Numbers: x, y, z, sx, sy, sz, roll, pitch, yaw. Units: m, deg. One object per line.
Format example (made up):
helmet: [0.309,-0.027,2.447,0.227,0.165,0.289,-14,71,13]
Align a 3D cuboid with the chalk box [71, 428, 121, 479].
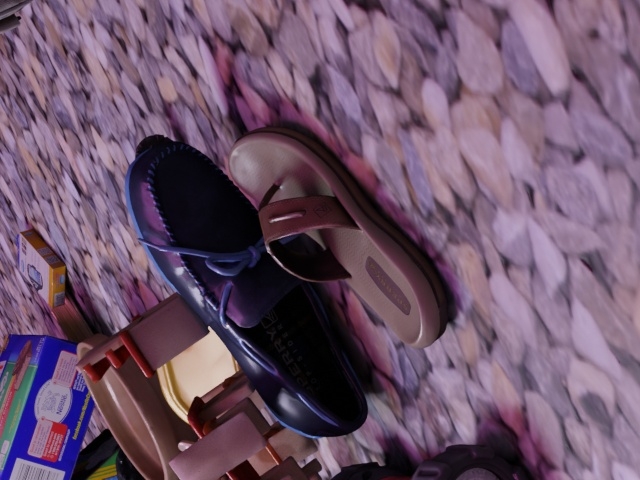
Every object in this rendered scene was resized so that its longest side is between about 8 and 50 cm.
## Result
chalk box: [-0.389,0.479,2.251,0.179,0.289,0.180,52,160,-13]

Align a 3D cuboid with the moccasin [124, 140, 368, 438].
moccasin: [-0.051,0.043,1.315,0.342,0.138,0.117,52,156,-17]

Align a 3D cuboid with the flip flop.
flip flop: [0.000,0.000,1.181,0.277,0.080,0.112,47,154,29]

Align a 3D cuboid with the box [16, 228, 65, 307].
box: [-0.464,0.042,2.241,0.136,0.028,0.081,43,137,40]

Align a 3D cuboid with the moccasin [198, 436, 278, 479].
moccasin: [-0.115,0.388,1.702,0.139,0.147,0.380,-23,72,63]

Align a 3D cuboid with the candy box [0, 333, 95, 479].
candy box: [-0.477,0.292,2.227,0.122,0.268,0.317,21,168,-21]

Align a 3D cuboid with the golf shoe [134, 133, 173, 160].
golf shoe: [-0.173,-0.030,1.513,0.094,0.077,0.198,26,139,54]

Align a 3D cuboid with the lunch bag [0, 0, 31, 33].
lunch bag: [-0.426,-0.370,1.464,0.256,0.213,0.305,14,128,59]

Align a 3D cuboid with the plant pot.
plant pot: [-0.233,0.220,1.888,0.237,0.110,0.237,47,154,31]

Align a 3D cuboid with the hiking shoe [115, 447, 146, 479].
hiking shoe: [-0.225,0.443,2.129,0.304,0.113,0.132,49,154,26]

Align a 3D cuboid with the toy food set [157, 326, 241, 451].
toy food set: [-0.122,0.153,1.609,0.128,0.071,0.217,0,112,23]

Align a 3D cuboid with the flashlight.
flashlight: [0.084,0.244,1.267,0.103,0.103,0.304,61,157,-3]

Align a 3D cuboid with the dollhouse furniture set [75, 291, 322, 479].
dollhouse furniture set: [-0.121,0.189,1.417,0.259,0.135,0.262,55,-175,-6]

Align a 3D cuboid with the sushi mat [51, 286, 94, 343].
sushi mat: [-0.367,0.218,2.280,0.316,0.019,0.151,56,158,12]
